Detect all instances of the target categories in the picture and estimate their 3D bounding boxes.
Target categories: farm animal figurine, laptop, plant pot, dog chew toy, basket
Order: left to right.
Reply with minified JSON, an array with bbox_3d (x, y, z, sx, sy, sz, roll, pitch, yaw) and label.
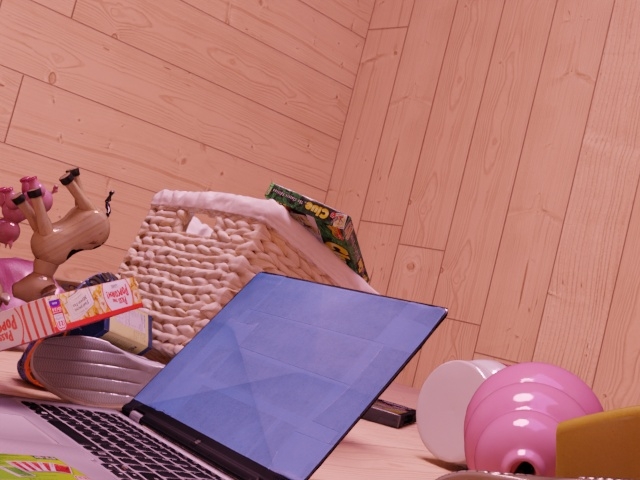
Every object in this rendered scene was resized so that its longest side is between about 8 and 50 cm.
[{"bbox_3d":[-0.469,0.048,1.225,0.330,0.172,0.326,-13,19,21],"label":"farm animal figurine"},{"bbox_3d":[-0.159,0.120,0.954,0.408,0.236,0.382,17,-6,-35],"label":"laptop"},{"bbox_3d":[-0.130,0.115,1.459,0.328,0.266,0.331,8,-25,48],"label":"basket"},{"bbox_3d":[0.291,0.280,1.235,0.207,0.206,0.332,13,3,16],"label":"dog chew toy"},{"bbox_3d":[0.375,0.282,1.011,0.187,0.212,0.212,-3,-12,30],"label":"plant pot"}]

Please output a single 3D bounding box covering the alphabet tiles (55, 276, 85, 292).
[{"bbox_3d":[-0.409,0.169,1.876,0.343,0.011,0.285,9,-34,8],"label":"alphabet tiles"}]

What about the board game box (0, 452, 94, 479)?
[{"bbox_3d":[-0.237,0.169,0.587,0.092,0.043,0.181,9,-7,45],"label":"board game box"}]

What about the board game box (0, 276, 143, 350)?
[{"bbox_3d":[-0.332,0.095,1.104,0.147,0.045,0.193,-18,-1,20],"label":"board game box"}]

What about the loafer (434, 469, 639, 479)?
[{"bbox_3d":[0.226,0.293,0.948,0.269,0.092,0.102,-12,-23,42],"label":"loafer"}]

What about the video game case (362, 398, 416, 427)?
[{"bbox_3d":[0.070,0.369,2.042,0.275,0.035,0.248,14,-5,17],"label":"video game case"}]

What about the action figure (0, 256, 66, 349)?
[{"bbox_3d":[-0.594,0.109,1.504,0.276,0.248,0.370,41,-5,2],"label":"action figure"}]

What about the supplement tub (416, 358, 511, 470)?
[{"bbox_3d":[0.318,0.310,1.557,0.272,0.191,0.191,18,-6,-39],"label":"supplement tub"}]

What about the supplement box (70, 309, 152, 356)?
[{"bbox_3d":[-0.295,0.134,1.268,0.083,0.056,0.083,-34,-45,29],"label":"supplement box"}]

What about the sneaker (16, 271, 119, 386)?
[{"bbox_3d":[-0.371,0.125,1.326,0.087,0.221,0.083,-13,-62,42],"label":"sneaker"}]

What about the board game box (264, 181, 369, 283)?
[{"bbox_3d":[0.000,0.000,1.411,0.136,0.030,0.259,21,-18,18],"label":"board game box"}]

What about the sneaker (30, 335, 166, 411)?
[{"bbox_3d":[-0.274,0.200,1.237,0.258,0.094,0.091,20,-24,-19],"label":"sneaker"}]
